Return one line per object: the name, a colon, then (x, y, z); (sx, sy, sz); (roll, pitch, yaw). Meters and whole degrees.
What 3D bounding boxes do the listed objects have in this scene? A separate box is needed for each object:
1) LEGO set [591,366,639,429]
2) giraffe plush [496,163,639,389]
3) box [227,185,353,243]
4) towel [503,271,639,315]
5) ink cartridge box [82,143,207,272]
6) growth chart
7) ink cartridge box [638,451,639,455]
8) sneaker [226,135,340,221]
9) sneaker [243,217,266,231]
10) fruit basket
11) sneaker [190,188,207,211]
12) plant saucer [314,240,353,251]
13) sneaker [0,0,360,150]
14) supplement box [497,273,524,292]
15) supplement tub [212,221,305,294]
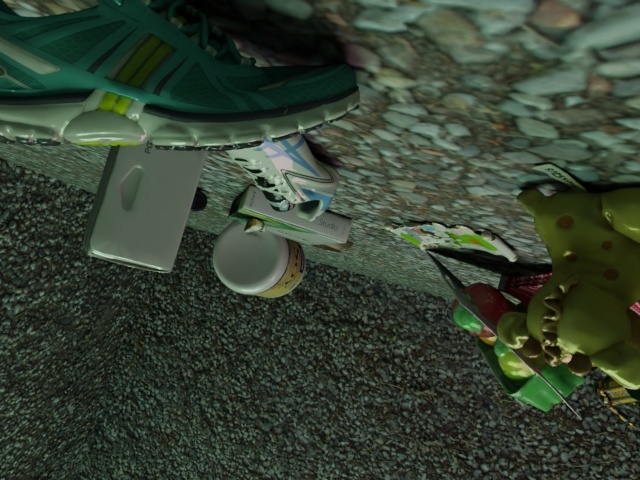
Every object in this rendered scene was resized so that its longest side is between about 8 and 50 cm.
LEGO set: (0.761, 0.339, 1.219); (0.331, 0.255, 0.192); (15, 149, -17)
giraffe plush: (0.265, 0.044, 0.464); (0.210, 0.170, 0.181); (17, 175, -10)
box: (-0.086, -0.049, 1.158); (0.232, 0.058, 0.322); (18, 173, -14)
towel: (0.484, 0.124, 0.909); (0.199, 0.031, 0.275); (35, 166, -4)
ink cartridge box: (-0.292, -0.068, 0.794); (0.117, 0.207, 0.283); (18, 175, -27)
growth chart: (0.230, -0.003, 0.893); (0.172, 0.021, 0.237); (22, 171, -40)
ink cartridge box: (0.731, 0.301, 0.928); (0.130, 0.309, 0.272); (14, 174, 23)
sneaker: (-0.051, -0.084, 0.576); (0.085, 0.086, 0.237); (15, 173, 33)
sneaker: (-0.143, -0.028, 1.083); (0.037, 0.032, 0.083); (20, 174, -21)
fruit basket: (0.369, 0.189, 1.063); (0.353, 0.165, 0.327); (36, -166, -11)
sneaker: (-0.387, -0.124, 1.237); (0.082, 0.069, 0.209); (16, 176, 45)
plant saucer: (0.000, 0.000, 1.507); (0.198, 0.036, 0.198); (16, 175, 1)
sneaker: (-0.104, -0.115, 0.323); (0.275, 0.110, 0.107); (0, -164, -13)
supplement box: (0.470, 0.109, 1.168); (0.055, 0.043, 0.083); (18, 175, -19)
supplement tub: (-0.184, 0.066, 1.634); (0.241, 0.241, 0.331); (15, 175, 14)
